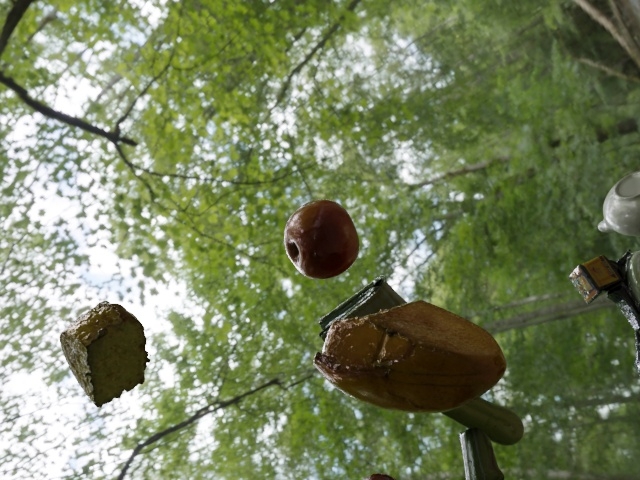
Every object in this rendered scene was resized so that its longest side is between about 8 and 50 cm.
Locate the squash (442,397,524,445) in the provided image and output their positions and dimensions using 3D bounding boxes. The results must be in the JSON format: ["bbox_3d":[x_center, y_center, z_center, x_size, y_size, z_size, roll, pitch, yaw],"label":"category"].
[{"bbox_3d":[0.325,0.365,1.214,0.250,0.083,0.083,29,-140,-5],"label":"squash"}]

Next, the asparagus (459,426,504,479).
[{"bbox_3d":[0.266,0.435,0.893,0.278,0.067,0.060,-83,-20,-45],"label":"asparagus"}]

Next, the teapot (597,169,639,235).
[{"bbox_3d":[0.606,-0.075,1.036,0.092,0.226,0.145,41,-120,-25],"label":"teapot"}]

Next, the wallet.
[{"bbox_3d":[0.166,0.249,1.298,0.309,0.223,0.077,46,-163,-13],"label":"wallet"}]

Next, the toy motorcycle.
[{"bbox_3d":[0.557,0.135,0.940,0.091,0.157,0.263,74,172,-65],"label":"toy motorcycle"}]

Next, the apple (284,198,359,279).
[{"bbox_3d":[0.000,0.000,1.155,0.139,0.163,0.163,-25,-96,-13],"label":"apple"}]

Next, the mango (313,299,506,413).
[{"bbox_3d":[0.166,0.211,1.039,0.199,0.350,0.201,62,-138,-42],"label":"mango"}]

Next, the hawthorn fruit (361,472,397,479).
[{"bbox_3d":[0.081,0.357,0.682,0.140,0.125,0.125,41,-143,-5],"label":"hawthorn fruit"}]

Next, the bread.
[{"bbox_3d":[-0.436,0.213,1.118,0.139,0.229,0.143,31,-138,21],"label":"bread"}]
